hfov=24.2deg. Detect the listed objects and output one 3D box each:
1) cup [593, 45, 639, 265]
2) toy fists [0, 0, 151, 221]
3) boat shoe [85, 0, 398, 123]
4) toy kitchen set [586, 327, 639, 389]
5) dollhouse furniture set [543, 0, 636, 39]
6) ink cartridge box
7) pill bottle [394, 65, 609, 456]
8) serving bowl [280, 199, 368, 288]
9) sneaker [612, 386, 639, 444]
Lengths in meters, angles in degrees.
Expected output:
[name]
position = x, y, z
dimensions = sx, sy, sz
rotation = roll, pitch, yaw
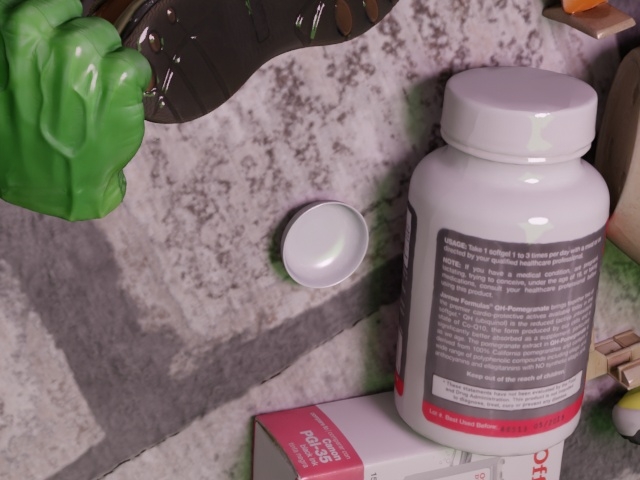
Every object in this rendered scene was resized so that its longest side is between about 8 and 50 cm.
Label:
[cup]
position = 0.379, -0.070, 1.344
dimensions = 0.236, 0.331, 0.331
rotation = 8, 111, -1
[toy fists]
position = -0.239, -0.125, 1.037
dimensions = 0.096, 0.279, 0.142
rotation = -43, 147, -46
[boat shoe]
position = -0.061, -0.197, 1.155
dimensions = 0.324, 0.120, 0.123
rotation = -32, 122, -36
[toy kitchen set]
position = 0.296, 0.101, 1.499
dimensions = 0.083, 0.068, 0.075
rotation = -18, 120, -18
[dollhouse furniture set]
position = 0.206, -0.289, 1.233
dimensions = 0.259, 0.135, 0.262
rotation = -23, 121, -15
[ink cartridge box]
position = 0.082, 0.256, 1.437
dimensions = 0.283, 0.117, 0.207
rotation = -8, 116, -23
[pill bottle]
position = 0.162, 0.015, 1.329
dimensions = 0.176, 0.176, 0.319
rotation = -8, 116, -23
[serving bowl]
position = 0.000, 0.000, 1.332
dimensions = 0.083, 0.027, 0.083
rotation = -10, 116, -22
[sneaker]
position = 0.459, 0.096, 1.558
dimensions = 0.384, 0.145, 0.147
rotation = -24, 101, -17
